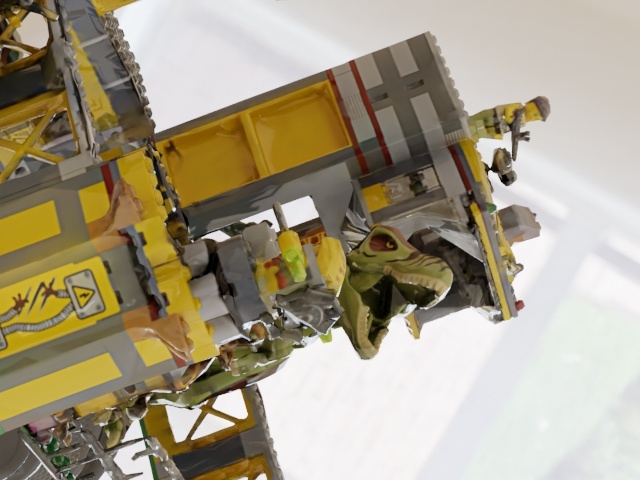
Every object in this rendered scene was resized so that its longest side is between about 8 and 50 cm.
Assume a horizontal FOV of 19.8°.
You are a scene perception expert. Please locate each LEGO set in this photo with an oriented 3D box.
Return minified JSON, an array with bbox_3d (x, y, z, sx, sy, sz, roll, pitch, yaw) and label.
[{"bbox_3d":[0.000,0.000,0.623,0.192,0.255,0.331,-20,133,2],"label":"LEGO set"}]

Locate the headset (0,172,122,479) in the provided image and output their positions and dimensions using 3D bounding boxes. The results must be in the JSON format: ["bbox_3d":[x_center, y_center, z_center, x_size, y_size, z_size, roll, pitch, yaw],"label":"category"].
[{"bbox_3d":[-0.174,0.070,0.826,0.185,0.394,0.243,-19,-179,-3],"label":"headset"}]
